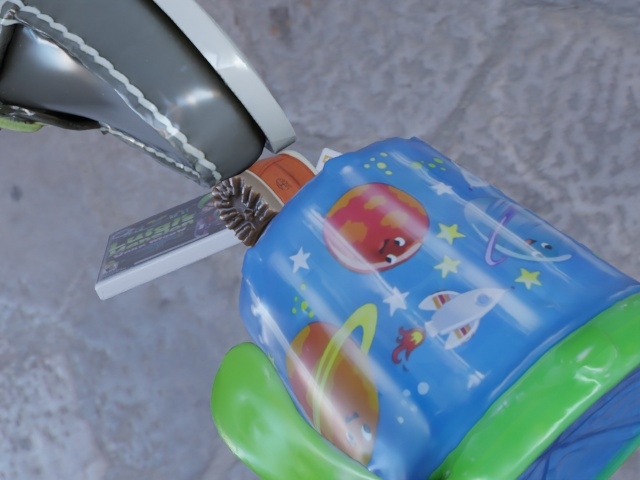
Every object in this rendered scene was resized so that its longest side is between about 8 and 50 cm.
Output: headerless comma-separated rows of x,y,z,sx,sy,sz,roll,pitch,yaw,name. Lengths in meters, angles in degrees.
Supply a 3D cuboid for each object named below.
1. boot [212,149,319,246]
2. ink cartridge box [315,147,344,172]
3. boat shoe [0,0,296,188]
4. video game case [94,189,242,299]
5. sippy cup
0.000,0.000,0.937,0.158,0.084,0.059,51,132,3,boot
0.063,0.003,1.670,0.206,0.208,0.045,20,159,4,ink cartridge box
-0.133,-0.094,0.544,0.305,0.091,0.109,36,165,35,boat shoe
-0.136,-0.010,1.307,0.190,0.173,0.022,-23,107,3,video game case
0.075,0.063,0.775,0.240,0.305,0.224,-45,65,1,sippy cup
